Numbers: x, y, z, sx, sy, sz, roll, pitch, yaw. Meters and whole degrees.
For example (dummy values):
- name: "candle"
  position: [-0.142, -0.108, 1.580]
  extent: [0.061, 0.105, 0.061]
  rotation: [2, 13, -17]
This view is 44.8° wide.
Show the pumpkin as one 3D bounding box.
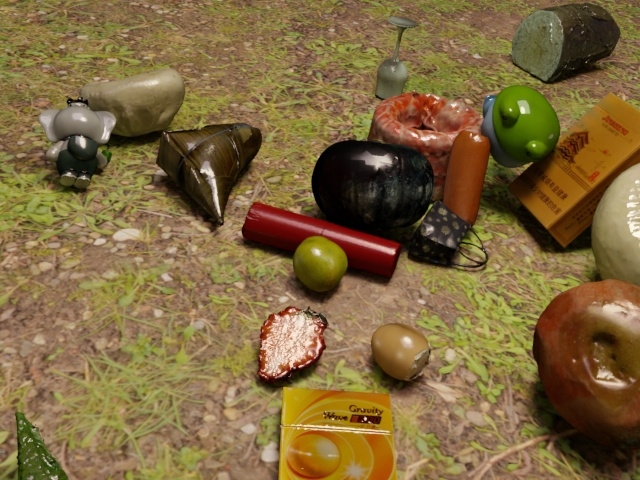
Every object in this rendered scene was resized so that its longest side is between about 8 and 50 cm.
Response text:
- name: "pumpkin"
  position: [0.094, -0.105, 1.426]
  extent: [0.233, 0.162, 0.233]
  rotation: [3, 11, -1]

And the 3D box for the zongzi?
- name: "zongzi"
  position: [-0.172, -0.137, 1.507]
  extent: [0.221, 0.112, 0.242]
  rotation: [-21, 51, -35]

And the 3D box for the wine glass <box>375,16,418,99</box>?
- name: "wine glass"
  position: [0.186, -0.449, 1.930]
  extent: [0.079, 0.195, 0.079]
  rotation: [7, 32, -5]

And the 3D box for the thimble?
- name: "thimble"
  position: [0.213, -0.200, 1.611]
  extent: [0.239, 0.162, 0.239]
  rotation: [4, 36, -3]

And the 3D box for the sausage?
- name: "sausage"
  position: [0.275, -0.110, 1.479]
  extent: [0.076, 0.197, 0.076]
  rotation: [9, 6, -1]

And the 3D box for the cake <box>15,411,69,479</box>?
- name: "cake"
  position: [-0.321, 0.299, 0.860]
  extent: [0.099, 0.100, 0.235]
  rotation: [-21, 44, -35]

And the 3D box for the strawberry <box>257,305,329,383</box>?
- name: "strawberry"
  position: [-0.047, 0.157, 1.163]
  extent: [0.104, 0.048, 0.152]
  rotation: [27, 53, 15]

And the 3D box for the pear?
- name: "pear"
  position: [-0.003, 0.044, 1.301]
  extent: [0.092, 0.092, 0.096]
  rotation: [3, 52, -6]

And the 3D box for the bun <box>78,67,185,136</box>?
- name: "bun"
  position: [-0.392, -0.290, 1.655]
  extent: [0.231, 0.133, 0.231]
  rotation: [-11, 17, 4]

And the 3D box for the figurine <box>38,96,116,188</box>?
- name: "figurine"
  position: [-0.471, -0.194, 1.505]
  extent: [0.147, 0.126, 0.192]
  rotation: [5, 66, -22]

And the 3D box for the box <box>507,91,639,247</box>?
- name: "box"
  position: [0.514, -0.138, 1.491]
  extent: [0.076, 0.274, 0.174]
  rotation: [37, 15, -33]

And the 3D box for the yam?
- name: "yam"
  position: [0.711, -0.579, 2.226]
  extent: [0.271, 0.201, 0.202]
  rotation: [-10, 39, -34]

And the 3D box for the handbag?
- name: "handbag"
  position: [0.242, 0.007, 1.418]
  extent: [0.139, 0.072, 0.115]
  rotation: [30, 41, 8]

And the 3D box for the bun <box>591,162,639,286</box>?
- name: "bun"
  position: [0.650, 0.021, 1.336]
  extent: [0.361, 0.213, 0.361]
  rotation: [0, 50, 0]

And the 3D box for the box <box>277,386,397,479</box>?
- name: "box"
  position: [0.020, 0.298, 0.972]
  extent: [0.153, 0.043, 0.269]
  rotation: [6, 35, -3]

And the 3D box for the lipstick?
- name: "lipstick"
  position: [0.000, -0.001, 1.373]
  extent: [0.280, 0.073, 0.073]
  rotation: [16, 36, 11]

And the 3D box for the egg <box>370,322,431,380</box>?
- name: "egg"
  position: [0.117, 0.161, 1.153]
  extent: [0.080, 0.080, 0.096]
  rotation: [-25, 51, -38]

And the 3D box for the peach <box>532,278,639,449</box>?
- name: "peach"
  position: [0.411, 0.177, 1.080]
  extent: [0.214, 0.214, 0.235]
  rotation: [4, 55, -4]

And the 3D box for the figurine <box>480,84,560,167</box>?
- name: "figurine"
  position: [0.393, -0.233, 1.545]
  extent: [0.143, 0.162, 0.263]
  rotation: [-28, 9, 18]
